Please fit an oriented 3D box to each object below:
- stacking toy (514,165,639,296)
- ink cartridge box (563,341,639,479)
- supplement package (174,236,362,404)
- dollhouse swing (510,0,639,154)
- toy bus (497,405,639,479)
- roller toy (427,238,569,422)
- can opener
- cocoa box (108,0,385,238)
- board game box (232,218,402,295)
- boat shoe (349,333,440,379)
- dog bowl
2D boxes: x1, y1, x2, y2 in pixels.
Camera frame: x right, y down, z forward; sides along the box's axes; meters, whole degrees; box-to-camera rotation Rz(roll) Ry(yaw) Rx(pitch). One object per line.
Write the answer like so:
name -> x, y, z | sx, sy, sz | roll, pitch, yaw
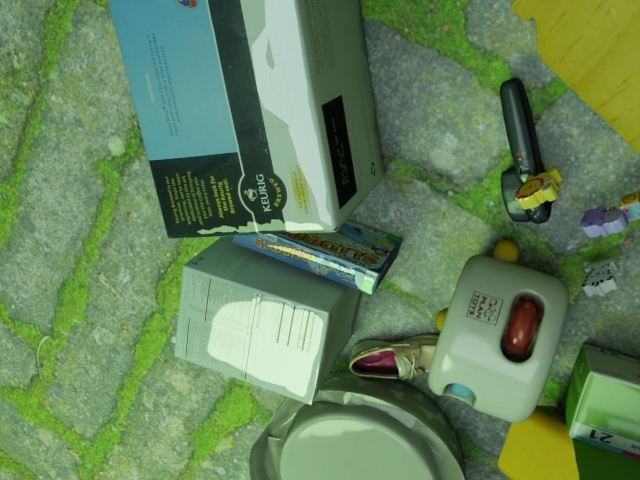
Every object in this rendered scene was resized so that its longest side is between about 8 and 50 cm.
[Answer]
stacking toy -> 0.359, -0.033, 0.797 | 0.221, 0.052, 0.167 | -23, 116, 38
ink cartridge box -> 0.400, 0.222, 0.831 | 0.189, 0.255, 0.097 | 16, 101, 13
supplement package -> -0.064, 0.090, 0.991 | 0.203, 0.194, 0.149 | 17, 116, 14
dollhouse swing -> 0.465, -0.281, 0.730 | 0.347, 0.305, 0.315 | 43, 160, 0
toy bus -> 0.396, 0.323, 0.873 | 0.333, 0.130, 0.108 | 25, 98, 50
roller toy -> 0.219, 0.119, 0.900 | 0.146, 0.191, 0.209 | 18, 116, 14
can opener -> 0.251, -0.108, 0.875 | 0.073, 0.059, 0.186 | -8, 108, 23
cocoa box -> -0.079, -0.201, 0.861 | 0.228, 0.231, 0.347 | -3, 109, 22
board game box -> 0.000, 0.000, 0.966 | 0.201, 0.136, 0.035 | 20, 115, 11
boat shoe -> 0.122, 0.178, 1.034 | 0.170, 0.059, 0.063 | -8, 107, 23
dog bowl -> 0.064, 0.359, 1.103 | 0.349, 0.102, 0.348 | 7, 112, 18
